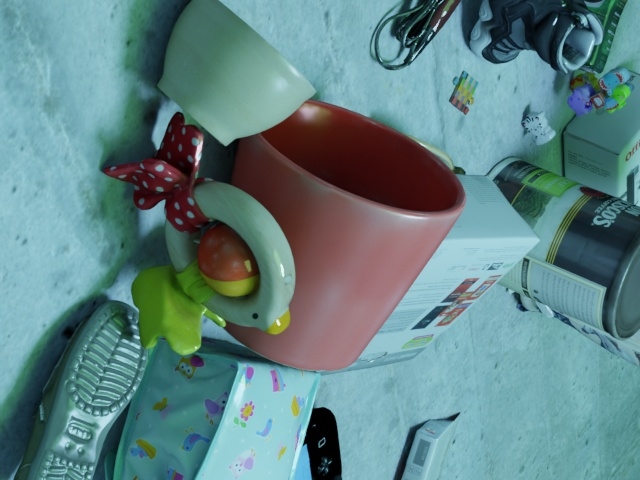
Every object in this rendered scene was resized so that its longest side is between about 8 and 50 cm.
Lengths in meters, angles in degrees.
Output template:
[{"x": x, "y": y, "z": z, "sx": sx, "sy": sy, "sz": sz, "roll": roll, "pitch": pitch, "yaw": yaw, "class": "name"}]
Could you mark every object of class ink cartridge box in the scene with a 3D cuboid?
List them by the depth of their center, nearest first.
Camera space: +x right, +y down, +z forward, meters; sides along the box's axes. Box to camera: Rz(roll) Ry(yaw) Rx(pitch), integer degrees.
[{"x": 0.104, "y": 0.044, "z": 1.985, "sx": 0.272, "sy": 0.130, "sz": 0.309, "roll": -47, "pitch": 157, "yaw": 24, "class": "ink cartridge box"}, {"x": 0.180, "y": 0.366, "z": 2.493, "sx": 0.179, "sy": 0.045, "sz": 0.145, "roll": -29, "pitch": 137, "yaw": -72, "class": "ink cartridge box"}, {"x": 0.519, "y": -0.129, "z": 2.571, "sx": 0.197, "sy": 0.114, "sz": 0.273, "roll": -46, "pitch": 144, "yaw": -28, "class": "ink cartridge box"}]

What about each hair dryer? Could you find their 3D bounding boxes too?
[{"x": 0.175, "y": -0.354, "z": 1.933, "sx": 0.293, "sy": 0.080, "sz": 0.224, "roll": -26, "pitch": 150, "yaw": -42, "class": "hair dryer"}]

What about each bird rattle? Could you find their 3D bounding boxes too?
[{"x": -0.110, "y": -0.002, "z": 1.571, "sx": 0.143, "sy": 0.207, "sz": 0.254, "roll": -31, "pitch": 132, "yaw": -48, "class": "bird rattle"}]

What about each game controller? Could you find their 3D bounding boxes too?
[{"x": -0.078, "y": 0.360, "z": 2.033, "sx": 0.319, "sy": 0.067, "sz": 0.166, "roll": -36, "pitch": 139, "yaw": -41, "class": "game controller"}]

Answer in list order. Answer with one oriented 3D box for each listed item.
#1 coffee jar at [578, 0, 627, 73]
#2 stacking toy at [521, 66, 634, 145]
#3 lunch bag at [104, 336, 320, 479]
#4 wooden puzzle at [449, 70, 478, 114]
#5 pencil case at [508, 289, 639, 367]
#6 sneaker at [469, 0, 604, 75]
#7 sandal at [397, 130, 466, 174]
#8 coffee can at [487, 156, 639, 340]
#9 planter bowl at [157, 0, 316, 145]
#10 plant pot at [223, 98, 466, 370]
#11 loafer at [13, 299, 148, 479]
[{"x": 0.418, "y": -0.354, "z": 2.265, "sx": 0.079, "sy": 0.096, "sz": 0.184, "roll": 10, "pitch": 103, "yaw": -64, "class": "coffee jar"}, {"x": 0.432, "y": -0.234, "z": 2.293, "sx": 0.167, "sy": 0.221, "sz": 0.052, "roll": -39, "pitch": 99, "yaw": -36, "class": "stacking toy"}, {"x": -0.135, "y": 0.256, "z": 1.778, "sx": 0.223, "sy": 0.160, "sz": 0.262, "roll": 16, "pitch": 92, "yaw": -61, "class": "lunch bag"}, {"x": 0.206, "y": -0.212, "z": 2.122, "sx": 0.083, "sy": 0.006, "sz": 0.049, "roll": 26, "pitch": 89, "yaw": -60, "class": "wooden puzzle"}, {"x": 0.516, "y": 0.125, "z": 2.461, "sx": 0.183, "sy": 0.410, "sz": 0.160, "roll": -35, "pitch": 137, "yaw": -31, "class": "pencil case"}, {"x": 0.292, "y": -0.275, "z": 2.008, "sx": 0.101, "sy": 0.153, "sz": 0.268, "roll": -44, "pitch": 168, "yaw": -13, "class": "sneaker"}, {"x": 0.136, "y": -0.084, "z": 2.025, "sx": 0.240, "sy": 0.088, "sz": 0.079, "roll": 24, "pitch": 86, "yaw": -65, "class": "sandal"}, {"x": 0.383, "y": 0.010, "z": 2.296, "sx": 0.201, "sy": 0.275, "sz": 0.201, "roll": -37, "pitch": 140, "yaw": -40, "class": "coffee can"}, {"x": -0.099, "y": -0.167, "z": 1.536, "sx": 0.109, "sy": 0.162, "sz": 0.162, "roll": -49, "pitch": 149, "yaw": 1, "class": "planter bowl"}, {"x": 0.000, "y": 0.000, "z": 1.723, "sx": 0.275, "sy": 0.275, "sz": 0.243, "roll": -14, "pitch": 133, "yaw": -53, "class": "plant pot"}, {"x": -0.269, "y": 0.178, "z": 1.596, "sx": 0.094, "sy": 0.087, "sz": 0.251, "roll": 37, "pitch": 66, "yaw": -34, "class": "loafer"}]
